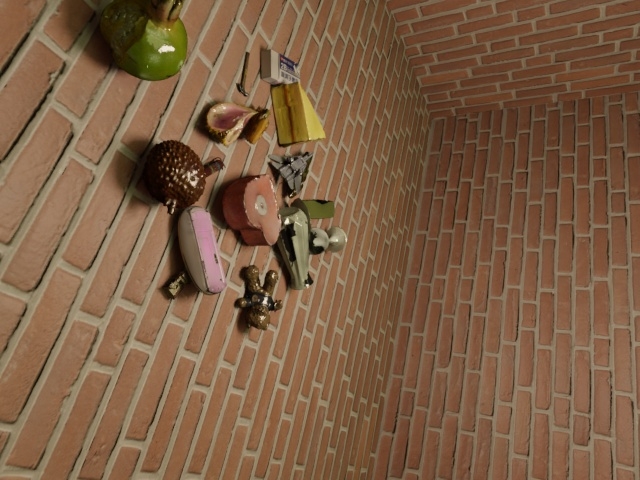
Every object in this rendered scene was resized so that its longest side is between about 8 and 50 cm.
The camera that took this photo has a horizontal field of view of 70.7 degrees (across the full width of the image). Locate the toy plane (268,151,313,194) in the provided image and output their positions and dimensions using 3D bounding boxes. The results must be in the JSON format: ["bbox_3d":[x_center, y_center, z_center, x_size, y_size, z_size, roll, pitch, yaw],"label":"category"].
[{"bbox_3d":[-0.095,-0.344,2.013,0.212,0.088,0.267,53,53,-9],"label":"toy plane"}]

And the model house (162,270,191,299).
[{"bbox_3d":[-0.462,0.145,1.473,0.058,0.057,0.083,64,37,-30],"label":"model house"}]

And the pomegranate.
[{"bbox_3d":[-0.459,-0.582,1.236,0.236,0.302,0.235,24,53,-36],"label":"pomegranate"}]

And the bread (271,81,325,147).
[{"bbox_3d":[-0.094,-0.555,1.995,0.163,0.168,0.263,-29,114,-58],"label":"bread"}]

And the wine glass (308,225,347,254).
[{"bbox_3d":[0.000,0.000,2.197,0.321,0.144,0.143,-6,95,-58],"label":"wine glass"}]

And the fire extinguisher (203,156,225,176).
[{"bbox_3d":[-0.387,-0.262,1.618,0.132,0.039,0.056,-47,139,-49],"label":"fire extinguisher"}]

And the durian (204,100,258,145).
[{"bbox_3d":[-0.329,-0.425,1.626,0.165,0.132,0.182,34,64,-46],"label":"durian"}]

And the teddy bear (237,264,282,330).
[{"bbox_3d":[-0.238,0.231,1.803,0.129,0.182,0.251,122,-25,-77],"label":"teddy bear"}]

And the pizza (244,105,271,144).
[{"bbox_3d":[-0.241,-0.448,1.760,0.069,0.226,0.147,24,102,-20],"label":"pizza"}]

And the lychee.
[{"bbox_3d":[-0.443,-0.190,1.373,0.200,0.200,0.238,32,50,-56],"label":"lychee"}]

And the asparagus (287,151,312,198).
[{"bbox_3d":[-0.100,-0.294,2.081,0.080,0.080,0.287,59,37,-42],"label":"asparagus"}]

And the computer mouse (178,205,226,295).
[{"bbox_3d":[-0.403,0.035,1.528,0.158,0.072,0.309,-14,90,-71],"label":"computer mouse"}]

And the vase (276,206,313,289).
[{"bbox_3d":[-0.116,0.038,1.987,0.165,0.165,0.359,-44,131,-51],"label":"vase"}]

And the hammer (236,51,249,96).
[{"bbox_3d":[-0.301,-0.666,1.786,0.062,0.017,0.181,24,68,-58],"label":"hammer"}]

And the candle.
[{"bbox_3d":[-0.266,-0.138,1.749,0.317,0.132,0.286,54,38,-59],"label":"candle"}]

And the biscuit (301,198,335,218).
[{"bbox_3d":[-0.013,-0.158,2.265,0.323,0.038,0.099,-8,101,-60],"label":"biscuit"}]

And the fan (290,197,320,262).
[{"bbox_3d":[-0.060,-0.041,2.007,0.010,0.182,0.309,-19,81,-29],"label":"fan"}]

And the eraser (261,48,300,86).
[{"bbox_3d":[-0.172,-0.732,1.957,0.210,0.068,0.124,-1,91,-59],"label":"eraser"}]
